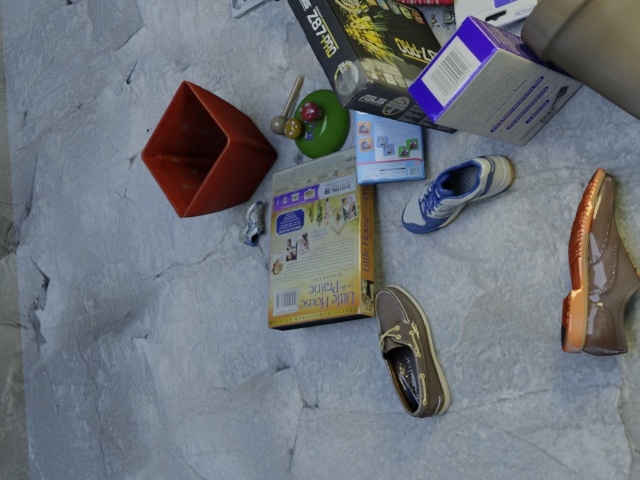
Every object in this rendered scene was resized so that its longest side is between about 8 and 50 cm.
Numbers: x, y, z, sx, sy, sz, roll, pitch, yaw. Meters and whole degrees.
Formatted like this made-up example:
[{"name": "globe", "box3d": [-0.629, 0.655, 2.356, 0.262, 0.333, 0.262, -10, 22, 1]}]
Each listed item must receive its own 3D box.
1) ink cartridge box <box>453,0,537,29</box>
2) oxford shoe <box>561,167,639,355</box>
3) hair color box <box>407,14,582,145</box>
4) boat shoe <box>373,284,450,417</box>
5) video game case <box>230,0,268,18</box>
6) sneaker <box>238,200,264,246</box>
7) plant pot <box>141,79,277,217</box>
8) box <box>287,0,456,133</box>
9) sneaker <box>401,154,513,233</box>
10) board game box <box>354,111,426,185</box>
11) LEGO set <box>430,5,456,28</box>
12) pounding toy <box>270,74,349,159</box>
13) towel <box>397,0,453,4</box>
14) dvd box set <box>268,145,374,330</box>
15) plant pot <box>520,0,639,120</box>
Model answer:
[{"name": "ink cartridge box", "box3d": [0.382, -0.556, 1.850, 0.206, 0.045, 0.208, -11, 78, 42]}, {"name": "oxford shoe", "box3d": [0.550, 0.043, 1.639, 0.133, 0.130, 0.363, 7, 85, 9]}, {"name": "hair color box", "box3d": [0.349, -0.304, 1.667, 0.185, 0.339, 0.110, -49, 56, 28]}, {"name": "boat shoe", "box3d": [0.190, 0.248, 1.937, 0.116, 0.097, 0.324, -34, 65, 36]}, {"name": "video game case", "box3d": [-0.196, -0.747, 2.398, 0.173, 0.022, 0.190, -16, 77, 40]}, {"name": "sneaker", "box3d": [-0.174, -0.044, 2.323, 0.058, 0.052, 0.135, 32, 116, 28]}, {"name": "plant pot", "box3d": [-0.281, -0.233, 2.299, 0.267, 0.236, 0.267, -54, 55, 26]}, {"name": "box", "box3d": [0.137, -0.400, 1.827, 0.097, 0.395, 0.318, -39, 63, 34]}, {"name": "sneaker", "box3d": [0.272, -0.110, 1.866, 0.296, 0.131, 0.112, -35, 67, 37]}, {"name": "board game box", "box3d": [0.161, -0.242, 1.991, 0.160, 0.039, 0.211, -4, 85, 15]}, {"name": "LEGO set", "box3d": [0.283, -0.511, 1.951, 0.083, 0.023, 0.054, -21, 74, 39]}, {"name": "pounding toy", "box3d": [-0.046, -0.314, 2.177, 0.237, 0.110, 0.183, 37, 111, 37]}, {"name": "towel", "box3d": [0.233, -0.646, 1.971, 0.275, 0.031, 0.199, 22, 104, 53]}, {"name": "dvd box set", "box3d": [0.000, 0.000, 2.104, 0.307, 0.062, 0.420, -14, 68, 40]}, {"name": "plant pot", "box3d": [0.572, -0.372, 1.524, 0.323, 0.323, 0.280, -43, 76, 31]}]
